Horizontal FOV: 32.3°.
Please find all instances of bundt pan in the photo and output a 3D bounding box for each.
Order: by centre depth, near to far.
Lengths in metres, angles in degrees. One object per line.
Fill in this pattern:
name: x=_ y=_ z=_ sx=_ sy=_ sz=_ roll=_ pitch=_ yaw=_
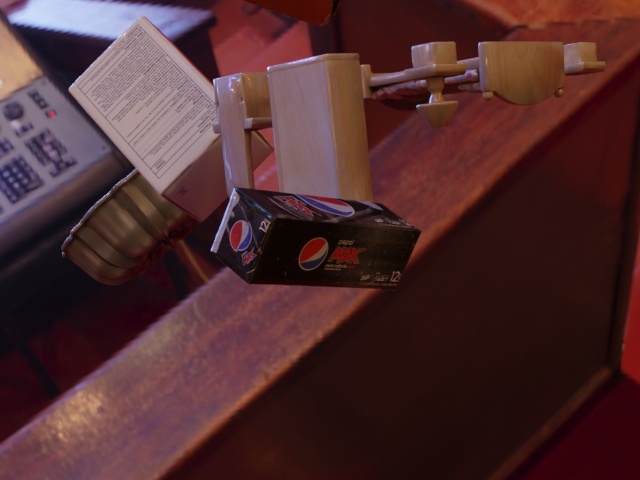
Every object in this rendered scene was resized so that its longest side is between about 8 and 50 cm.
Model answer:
bundt pan: x=-0.323 y=-0.038 z=2.087 sx=0.331 sy=0.331 sz=0.124 roll=-40 pitch=87 yaw=-21

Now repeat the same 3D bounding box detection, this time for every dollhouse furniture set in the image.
dollhouse furniture set: x=0.106 y=-0.123 z=1.284 sx=0.355 sy=0.174 sz=0.303 roll=-8 pitch=5 yaw=-40

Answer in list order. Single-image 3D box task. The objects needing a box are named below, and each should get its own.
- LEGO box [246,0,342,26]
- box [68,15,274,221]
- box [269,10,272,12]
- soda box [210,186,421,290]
LEGO box: x=-0.182 y=-0.342 z=0.479 sx=0.372 sy=0.193 sz=0.500 roll=13 pitch=32 yaw=-33
box: x=-0.201 y=-0.164 z=1.497 sx=0.148 sy=0.127 sz=0.232 roll=-44 pitch=65 yaw=2
box: x=-0.015 y=-0.255 z=0.828 sx=0.137 sy=0.072 sz=0.126 roll=-35 pitch=87 yaw=-41
soda box: x=0.000 y=0.000 z=0.869 sx=0.169 sy=0.060 sz=0.053 roll=4 pitch=24 yaw=-46
